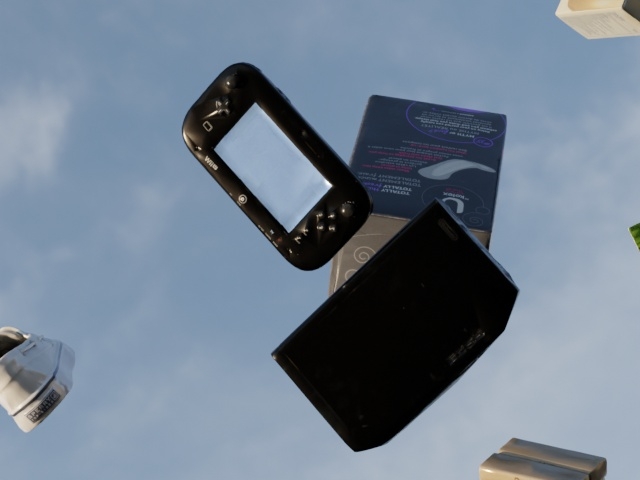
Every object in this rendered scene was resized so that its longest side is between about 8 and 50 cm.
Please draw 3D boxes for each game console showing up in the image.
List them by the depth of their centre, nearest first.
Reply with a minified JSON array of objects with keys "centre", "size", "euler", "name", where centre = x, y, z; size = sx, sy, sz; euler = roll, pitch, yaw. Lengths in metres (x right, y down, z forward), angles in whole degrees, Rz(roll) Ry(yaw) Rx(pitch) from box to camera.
[{"centre":[0.000,0.000,1.623],"size":[0.213,0.361,0.044],"euler":[-44,-14,11],"name":"game console"}]

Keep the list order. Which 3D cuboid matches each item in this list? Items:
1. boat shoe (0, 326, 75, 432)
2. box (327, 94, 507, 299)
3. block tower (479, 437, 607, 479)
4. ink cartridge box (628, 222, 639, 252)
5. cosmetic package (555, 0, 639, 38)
[{"centre":[-0.308,0.126,1.822],"size":[0.095,0.258,0.084],"euler":[-46,-78,-9],"name":"boat shoe"},{"centre":[0.108,-0.029,1.917],"size":[0.165,0.270,0.143],"euler":[9,-59,5],"name":"box"},{"centre":[0.182,0.340,1.490],"size":[0.091,0.097,0.335],"euler":[-29,-59,-49],"name":"block tower"},{"centre":[0.538,0.007,2.168],"size":[0.255,0.188,0.097],"euler":[-27,3,-14],"name":"ink cartridge box"},{"centre":[0.324,-0.258,1.970],"size":[0.060,0.115,0.041],"euler":[32,-104,-31],"name":"cosmetic package"}]
